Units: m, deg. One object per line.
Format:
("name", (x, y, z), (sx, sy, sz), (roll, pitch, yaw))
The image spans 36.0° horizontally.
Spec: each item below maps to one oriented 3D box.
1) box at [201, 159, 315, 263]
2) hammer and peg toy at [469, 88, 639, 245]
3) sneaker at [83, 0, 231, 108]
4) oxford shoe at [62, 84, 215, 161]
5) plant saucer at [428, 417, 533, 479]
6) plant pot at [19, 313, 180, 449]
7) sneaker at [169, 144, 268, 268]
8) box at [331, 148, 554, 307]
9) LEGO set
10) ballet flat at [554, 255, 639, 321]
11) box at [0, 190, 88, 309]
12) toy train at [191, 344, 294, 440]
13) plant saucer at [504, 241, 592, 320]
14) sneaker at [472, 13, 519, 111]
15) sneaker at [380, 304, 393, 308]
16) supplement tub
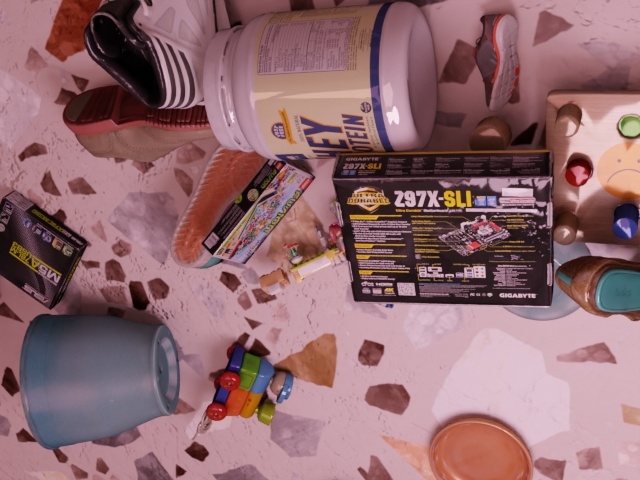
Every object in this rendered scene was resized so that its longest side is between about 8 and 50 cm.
("box", (-0.107, -0.053, 1.717), (0.036, 0.114, 0.207), (45, 102, 25))
("hammer and peg toy", (0.424, -0.107, 1.530), (0.361, 0.127, 0.266), (3, 118, 19))
("sneaker", (-0.260, -0.420, 1.523), (0.169, 0.257, 0.448), (-7, 102, 23))
("oxford shoe", (-0.279, -0.209, 1.763), (0.348, 0.123, 0.130), (2, 143, 17))
("plant saucer", (0.309, 0.420, 1.888), (0.200, 0.037, 0.200), (9, 119, 16))
("plant pot", (-0.423, 0.267, 1.964), (0.255, 0.272, 0.272), (-7, 114, 6))
("sneaker", (-0.156, -0.079, 1.779), (0.108, 0.121, 0.302), (41, 105, 22))
("box", (0.194, -0.015, 1.505), (0.322, 0.079, 0.257), (0, 129, 14))
("LEGO set", (0.000, 0.000, 1.749), (0.287, 0.132, 0.107), (-23, 93, 42))
("ballet flat", (0.500, 0.079, 1.561), (0.124, 0.342, 0.116), (26, 105, 54))
("box", (-0.589, 0.022, 2.011), (0.190, 0.045, 0.184), (35, 120, 1))
("toy train", (-0.156, 0.337, 1.988), (0.143, 0.105, 0.248), (20, 122, -6))
("plant saucer", (0.370, 0.061, 1.686), (0.195, 0.037, 0.195), (9, 118, 17))
("sneaker", (0.272, -0.283, 1.549), (0.065, 0.061, 0.158), (24, 124, 39))
("sneaker", (0.142, 0.070, 1.765), (0.059, 0.053, 0.144), (40, 130, -2))
("supplement tub", (0.004, -0.246, 1.549), (0.324, 0.235, 0.235), (0, 115, 20))
